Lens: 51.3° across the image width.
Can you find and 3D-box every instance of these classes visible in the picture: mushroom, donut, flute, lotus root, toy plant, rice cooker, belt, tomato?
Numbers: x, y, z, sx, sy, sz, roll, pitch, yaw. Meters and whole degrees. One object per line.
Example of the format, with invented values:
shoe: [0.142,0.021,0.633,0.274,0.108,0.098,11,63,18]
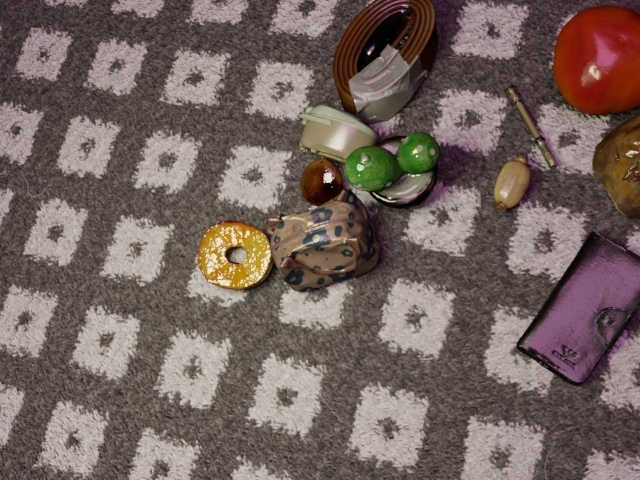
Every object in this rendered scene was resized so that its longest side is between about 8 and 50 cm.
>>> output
mushroom: [0.000,-0.141,1.645,0.123,0.052,0.123,7,103,32]
donut: [-0.203,0.040,1.649,0.190,0.074,0.174,-3,75,12]
flute: [0.507,-0.274,1.600,0.027,0.027,0.233,-25,72,5]
lotus root: [0.743,-0.176,1.450,0.272,0.192,0.272,-2,82,14]
toy plant: [0.171,-0.164,1.535,0.218,0.235,0.175,-21,71,7]
rice cooker: [0.041,-0.256,1.638,0.206,0.145,0.127,16,89,20]
belt: [0.165,-0.460,1.679,0.217,0.122,0.338,30,82,20]
tomato: [0.662,-0.416,1.523,0.260,0.180,0.259,-1,83,8]
lotus root: [0.450,-0.137,1.557,0.073,0.062,0.150,21,83,16]

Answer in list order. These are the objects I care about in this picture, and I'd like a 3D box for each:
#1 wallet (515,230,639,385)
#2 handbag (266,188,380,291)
wallet: [0.585,0.150,1.462,0.172,0.045,0.318,35,87,20]
handbag: [0.000,0.000,1.552,0.252,0.193,0.190,-19,69,7]
